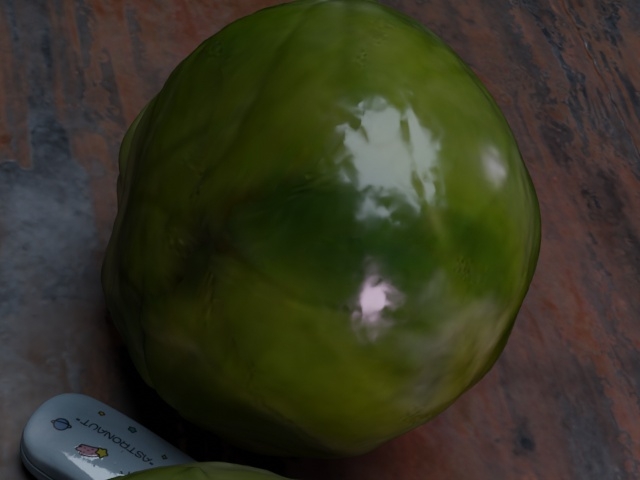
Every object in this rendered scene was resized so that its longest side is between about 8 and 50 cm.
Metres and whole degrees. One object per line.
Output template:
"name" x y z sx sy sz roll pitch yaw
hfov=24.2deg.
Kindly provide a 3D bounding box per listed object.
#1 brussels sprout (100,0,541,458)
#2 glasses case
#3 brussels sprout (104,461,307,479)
"brussels sprout" 0.000 0.000 1.025 0.268 0.344 0.344 10 44 -29
"glasses case" -0.119 0.166 1.001 0.178 0.045 0.067 32 43 6
"brussels sprout" -0.037 0.262 0.819 0.317 0.242 0.273 25 17 -9
